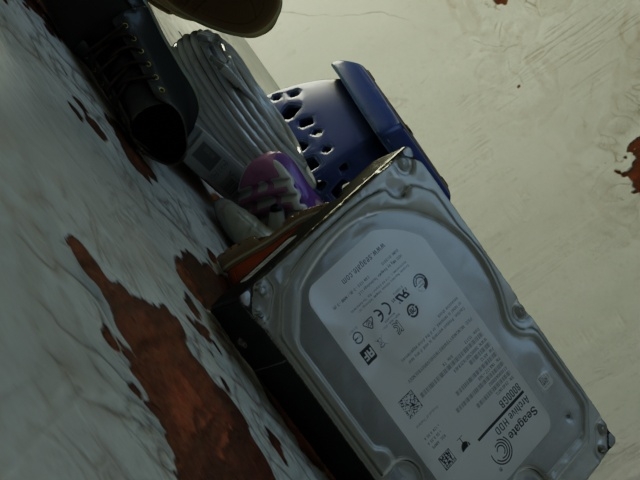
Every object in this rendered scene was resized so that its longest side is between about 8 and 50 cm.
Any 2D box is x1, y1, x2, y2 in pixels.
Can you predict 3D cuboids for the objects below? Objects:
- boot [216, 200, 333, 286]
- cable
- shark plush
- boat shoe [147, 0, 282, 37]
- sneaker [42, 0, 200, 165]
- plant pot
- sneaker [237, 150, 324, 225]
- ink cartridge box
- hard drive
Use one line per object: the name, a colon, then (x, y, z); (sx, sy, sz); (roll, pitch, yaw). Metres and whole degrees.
boot: (-0.012, 0.017, 1.407); (0.084, 0.158, 0.059); (65, 23, 10)
cable: (-0.103, -0.149, 1.934); (0.257, 0.089, 0.257); (55, 5, -11)
shark plush: (-0.050, 0.018, 1.591); (0.067, 0.073, 0.161); (11, -28, 52)
boat shoe: (-0.171, -0.344, 1.955); (0.341, 0.121, 0.110); (36, -9, 28)
sneaker: (-0.186, -0.176, 1.436); (0.222, 0.083, 0.118); (50, 12, -23)
plant pot: (0.037, -0.103, 2.186); (0.236, 0.212, 0.236); (50, 8, -41)
sneaker: (0.000, 0.000, 1.634); (0.095, 0.104, 0.236); (-4, -58, 47)
ink cartridge box: (-0.161, -0.121, 1.627); (0.179, 0.045, 0.145); (37, -3, 29)
hard drive: (0.090, 0.119, 1.328); (0.339, 0.237, 0.064); (55, -34, -10)
